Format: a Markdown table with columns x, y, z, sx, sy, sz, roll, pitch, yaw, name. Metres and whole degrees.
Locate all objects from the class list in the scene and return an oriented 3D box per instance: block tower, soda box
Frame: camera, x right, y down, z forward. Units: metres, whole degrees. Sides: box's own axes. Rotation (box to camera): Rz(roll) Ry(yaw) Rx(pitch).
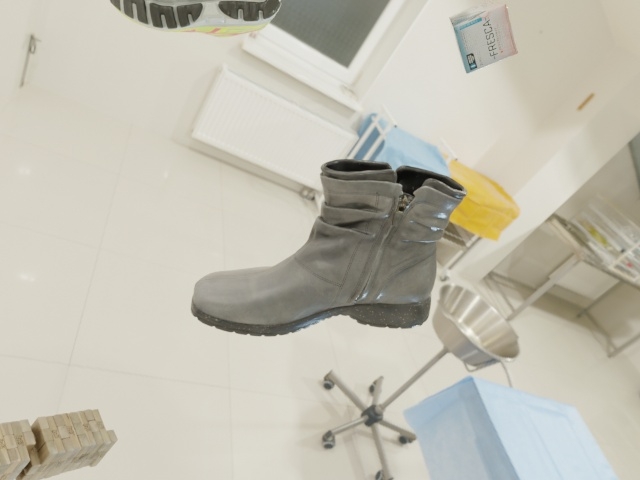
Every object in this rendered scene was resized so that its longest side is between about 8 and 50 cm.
| x | y | z | sx | sy | sz | roll | pitch | yaw | name |
| --- | --- | --- | --- | --- | --- | --- | --- | --- | --- |
| -0.577 | 0.409 | 0.869 | 0.097 | 0.091 | 0.335 | 48 | 13 | 30 | block tower |
| 0.208 | -0.272 | 0.589 | 0.058 | 0.063 | 0.183 | 64 | 24 | -21 | soda box |

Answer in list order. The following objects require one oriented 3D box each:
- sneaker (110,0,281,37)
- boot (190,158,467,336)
| x | y | z | sx | sy | sz | roll | pitch | yaw | name |
| --- | --- | --- | --- | --- | --- | --- | --- | --- | --- |
| -0.157 | -0.296 | 0.575 | 0.208 | 0.082 | 0.094 | 3 | 7 | -9 | sneaker |
| 0.000 | 0.000 | 0.576 | 0.338 | 0.223 | 0.118 | -3 | 32 | -10 | boot |
